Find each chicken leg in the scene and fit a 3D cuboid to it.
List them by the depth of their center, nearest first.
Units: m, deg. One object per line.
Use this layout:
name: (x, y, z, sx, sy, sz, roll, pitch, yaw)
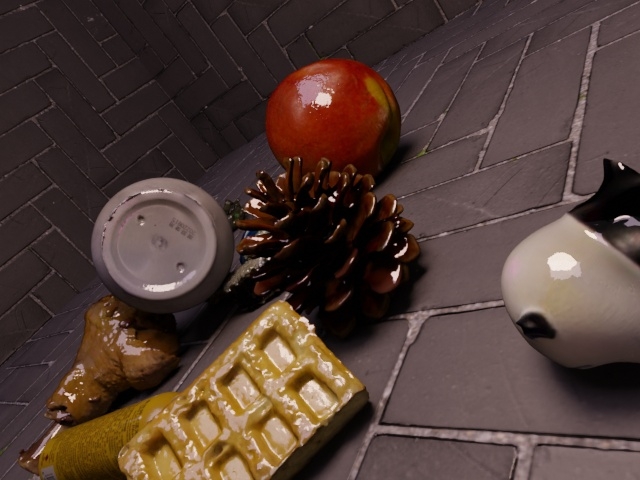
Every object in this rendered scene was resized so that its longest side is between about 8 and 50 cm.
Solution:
chicken leg: (-0.423, 0.268, 0.964, 0.295, 0.182, 0.409, -2, 42, 32)

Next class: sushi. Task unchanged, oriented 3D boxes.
sushi: (-0.121, 0.073, 0.956, 0.150, 0.078, 0.090, -38, 20, 17)

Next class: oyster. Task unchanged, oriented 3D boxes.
oyster: (-0.226, 0.102, 1.112, 0.148, 0.051, 0.103, -5, 44, 38)

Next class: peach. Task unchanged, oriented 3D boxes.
peach: (0.019, -0.265, 1.113, 0.332, 0.308, 0.308, 25, 60, 32)

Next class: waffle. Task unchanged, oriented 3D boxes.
waffle: (-0.089, 0.212, 0.552, 0.274, 0.057, 0.168, -43, 51, -11)

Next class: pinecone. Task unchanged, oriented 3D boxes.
pinecone: (-0.006, -0.002, 0.699, 0.264, 0.264, 0.264, -32, 21, 14)

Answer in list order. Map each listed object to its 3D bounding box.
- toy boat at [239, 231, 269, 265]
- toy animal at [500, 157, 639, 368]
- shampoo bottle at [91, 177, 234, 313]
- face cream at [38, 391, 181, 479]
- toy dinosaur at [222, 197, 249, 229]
toy boat: (-0.071, -0.035, 1.131, 0.292, 0.070, 0.210, -23, 29, 25)
toy animal: (0.244, 0.027, 0.403, 0.179, 0.138, 0.166, -42, 0, 11)
shampoo bottle: (-0.318, 0.011, 0.993, 0.273, 0.273, 0.266, -42, 8, -11)
face cream: (-0.279, 0.299, 0.710, 0.349, 0.105, 0.105, -27, 23, 28)
toy dinosaur: (-0.292, -0.047, 1.578, 0.187, 0.087, 0.179, -52, -17, -70)
